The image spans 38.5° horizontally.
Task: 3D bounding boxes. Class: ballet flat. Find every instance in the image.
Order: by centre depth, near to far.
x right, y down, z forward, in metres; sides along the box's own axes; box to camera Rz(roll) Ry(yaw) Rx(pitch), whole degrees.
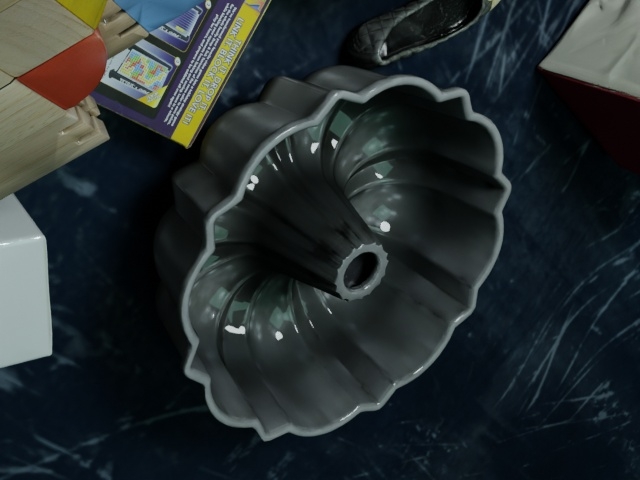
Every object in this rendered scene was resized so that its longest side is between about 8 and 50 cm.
[{"bbox_3d":[0.101,-0.191,0.806,0.173,0.049,0.057,-31,129,-19],"label":"ballet flat"}]

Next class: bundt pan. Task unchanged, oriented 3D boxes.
[{"bbox_3d":[0.000,0.000,0.779,0.330,0.124,0.331,-20,127,-29],"label":"bundt pan"}]

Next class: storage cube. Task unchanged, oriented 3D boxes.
[{"bbox_3d":[0.375,-0.168,0.912,0.193,0.215,0.184,37,91,-36],"label":"storage cube"}]

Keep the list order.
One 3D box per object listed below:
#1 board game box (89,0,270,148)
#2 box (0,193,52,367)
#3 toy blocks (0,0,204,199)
[{"bbox_3d":[-0.117,-0.172,0.661,0.141,0.048,0.170,25,98,-43],"label":"board game box"},{"bbox_3d":[-0.246,0.025,0.639,0.087,0.101,0.102,-13,123,-30],"label":"box"},{"bbox_3d":[-0.195,-0.125,0.425,0.261,0.191,0.381,-28,162,10],"label":"toy blocks"}]
